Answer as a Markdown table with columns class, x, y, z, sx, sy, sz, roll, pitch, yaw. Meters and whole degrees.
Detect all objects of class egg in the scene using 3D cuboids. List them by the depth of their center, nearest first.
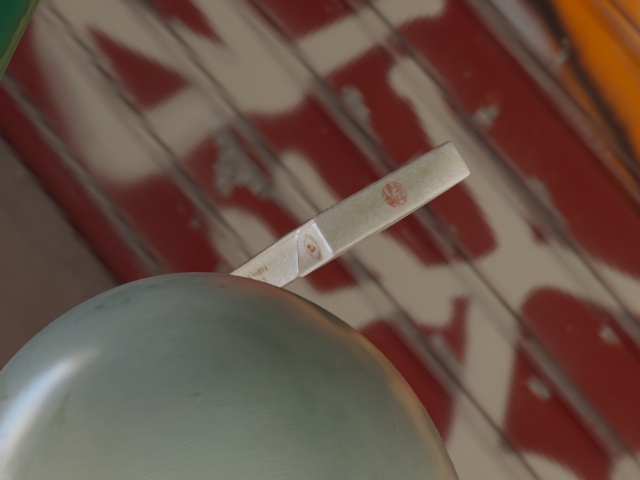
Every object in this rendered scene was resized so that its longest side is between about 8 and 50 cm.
| class | x | y | z | sx | sy | sz | roll | pitch | yaw |
| --- | --- | --- | --- | --- | --- | --- | --- | --- | --- |
| egg | -0.046 | 0.186 | 0.727 | 0.230 | 0.371 | 0.230 | -1 | -152 | 0 |

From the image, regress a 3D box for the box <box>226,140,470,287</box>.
| class | x | y | z | sx | sy | sz | roll | pitch | yaw |
| --- | --- | --- | --- | --- | --- | --- | --- | --- | --- |
| box | 0.000 | 0.000 | 0.900 | 0.090 | 0.167 | 0.024 | -31 | -90 | -29 |

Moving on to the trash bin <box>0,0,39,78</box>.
| class | x | y | z | sx | sy | sz | roll | pitch | yaw |
| --- | --- | --- | --- | --- | --- | --- | --- | --- | --- |
| trash bin | -0.324 | -0.122 | 1.039 | 0.259 | 0.295 | 0.381 | 33 | -118 | -32 |
